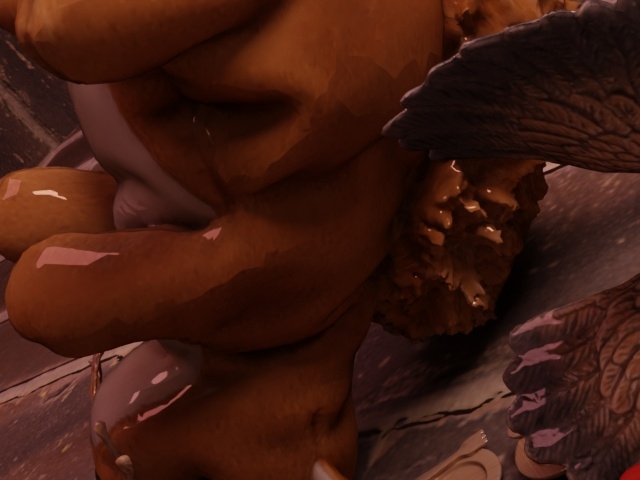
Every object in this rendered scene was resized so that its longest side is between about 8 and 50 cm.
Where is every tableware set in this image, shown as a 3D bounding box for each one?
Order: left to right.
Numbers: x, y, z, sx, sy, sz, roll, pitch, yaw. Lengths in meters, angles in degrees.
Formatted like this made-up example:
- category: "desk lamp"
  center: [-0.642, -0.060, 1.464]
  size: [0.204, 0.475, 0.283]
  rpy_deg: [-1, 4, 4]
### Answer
- category: "tableware set"
  center: [0.100, 0.150, 0.619]
  size: [0.141, 0.020, 0.168]
  rpy_deg: [-32, 23, 23]

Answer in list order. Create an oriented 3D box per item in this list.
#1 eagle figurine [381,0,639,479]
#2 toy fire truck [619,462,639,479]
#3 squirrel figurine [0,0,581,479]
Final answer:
- category: "eagle figurine"
  center: [0.211, -0.032, 0.534]
  size: [0.298, 0.226, 0.225]
  rpy_deg: [-31, -20, -20]
- category: "toy fire truck"
  center: [0.105, 0.156, 0.448]
  size: [0.246, 0.158, 0.217]
  rpy_deg: [-39, 18, 42]
- category: "squirrel figurine"
  center: [0.000, 0.000, 0.714]
  size: [0.397, 0.370, 0.281]
  rpy_deg: [-14, 17, -23]
